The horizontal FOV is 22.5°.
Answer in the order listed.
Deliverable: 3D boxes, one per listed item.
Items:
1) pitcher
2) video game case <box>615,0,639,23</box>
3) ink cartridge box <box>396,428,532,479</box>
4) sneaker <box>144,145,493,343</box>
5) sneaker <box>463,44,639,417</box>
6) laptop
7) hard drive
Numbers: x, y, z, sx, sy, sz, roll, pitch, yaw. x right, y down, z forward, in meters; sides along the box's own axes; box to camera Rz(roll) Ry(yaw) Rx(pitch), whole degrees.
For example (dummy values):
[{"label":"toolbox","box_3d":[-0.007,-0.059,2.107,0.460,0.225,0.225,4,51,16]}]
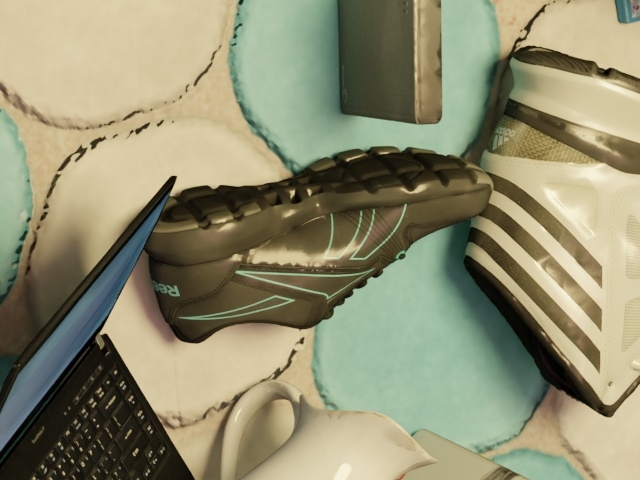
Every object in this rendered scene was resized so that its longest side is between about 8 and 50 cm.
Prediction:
[{"label":"pitcher","box_3d":[-0.039,0.202,1.126,0.125,0.178,0.207,43,75,-38]},{"label":"video game case","box_3d":[0.308,-0.253,1.318,0.166,0.015,0.119,-16,104,-23]},{"label":"ink cartridge box","box_3d":[0.102,0.284,1.134,0.223,0.307,0.129,-43,114,-14]},{"label":"sneaker","box_3d":[0.000,0.000,1.176,0.267,0.101,0.106,-12,112,-15]},{"label":"sneaker","box_3d":[0.310,0.029,1.300,0.448,0.169,0.257,18,98,-18]},{"label":"laptop","box_3d":[-0.126,0.136,1.037,0.264,0.137,0.234,62,31,-19]},{"label":"hard drive","box_3d":[0.048,-0.134,1.145,0.022,0.135,0.094,-5,99,-21]}]
